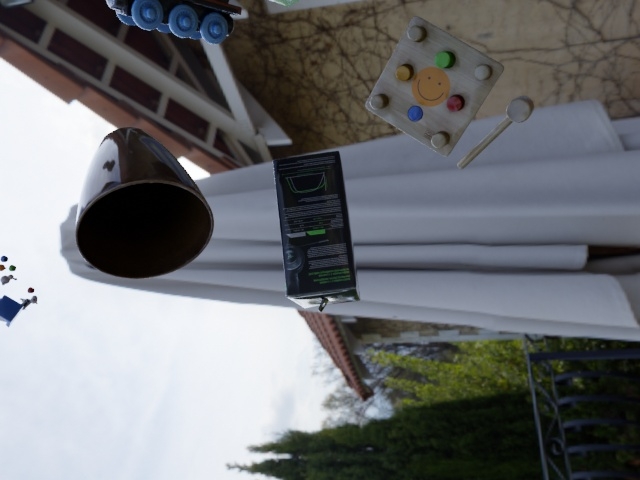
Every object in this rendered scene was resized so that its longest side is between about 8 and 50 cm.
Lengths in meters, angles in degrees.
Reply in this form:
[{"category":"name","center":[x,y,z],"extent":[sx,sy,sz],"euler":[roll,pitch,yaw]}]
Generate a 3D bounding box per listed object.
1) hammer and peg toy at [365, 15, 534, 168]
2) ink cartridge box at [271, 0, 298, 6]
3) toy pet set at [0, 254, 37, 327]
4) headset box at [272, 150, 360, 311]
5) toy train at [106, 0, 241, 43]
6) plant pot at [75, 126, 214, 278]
[{"category":"hammer and peg toy","center":[0.313,-0.339,1.385],"extent":[0.265,0.361,0.127],"euler":[-59,-10,25]},{"category":"ink cartridge box","center":[-0.121,-0.671,1.321],"extent":[0.354,0.207,0.119],"euler":[-13,-89,-53]},{"category":"toy pet set","center":[-0.646,0.114,1.197],"extent":[0.122,0.065,0.114],"euler":[75,-150,-46]},{"category":"headset box","center":[0.000,0.000,1.141],"extent":[0.246,0.131,0.282],"euler":[62,-160,-78]},{"category":"toy train","center":[-0.191,-0.328,0.756],"extent":[0.184,0.080,0.105],"euler":[-4,-65,-42]},{"category":"plant pot","center":[-0.317,-0.089,0.986],"extent":[0.215,0.216,0.230],"euler":[72,173,-49]}]
